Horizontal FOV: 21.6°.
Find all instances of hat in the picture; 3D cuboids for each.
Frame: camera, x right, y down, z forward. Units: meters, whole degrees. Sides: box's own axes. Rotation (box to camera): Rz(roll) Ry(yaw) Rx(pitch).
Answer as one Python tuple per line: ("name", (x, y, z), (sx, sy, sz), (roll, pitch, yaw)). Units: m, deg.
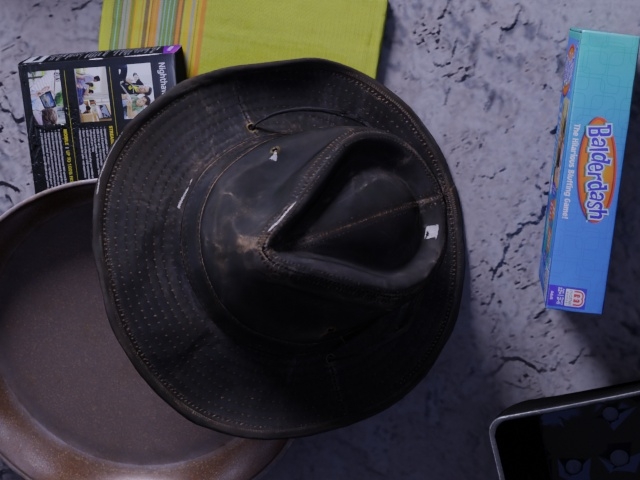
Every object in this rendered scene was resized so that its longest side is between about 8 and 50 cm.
("hat", (0.000, 0.000, 1.282), (0.331, 0.134, 0.331), (3, 83, -27))

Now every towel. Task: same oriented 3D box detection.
("towel", (-0.066, -0.174, 1.400), (0.237, 0.021, 0.102), (10, 104, 4))

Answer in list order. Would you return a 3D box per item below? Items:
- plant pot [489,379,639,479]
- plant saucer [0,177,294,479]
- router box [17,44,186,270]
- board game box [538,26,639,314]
("plant pot", (0.243, 0.196, 1.343), (0.188, 0.167, 0.188), (-12, 96, 7))
("plant saucer", (-0.157, 0.087, 1.402), (0.310, 0.050, 0.311), (1, 111, 4))
("router box", (-0.173, -0.068, 1.403), (0.133, 0.046, 0.179), (-3, 104, 6))
("board game box", (0.208, -0.060, 1.314), (0.047, 0.160, 0.210), (6, 99, 5))
